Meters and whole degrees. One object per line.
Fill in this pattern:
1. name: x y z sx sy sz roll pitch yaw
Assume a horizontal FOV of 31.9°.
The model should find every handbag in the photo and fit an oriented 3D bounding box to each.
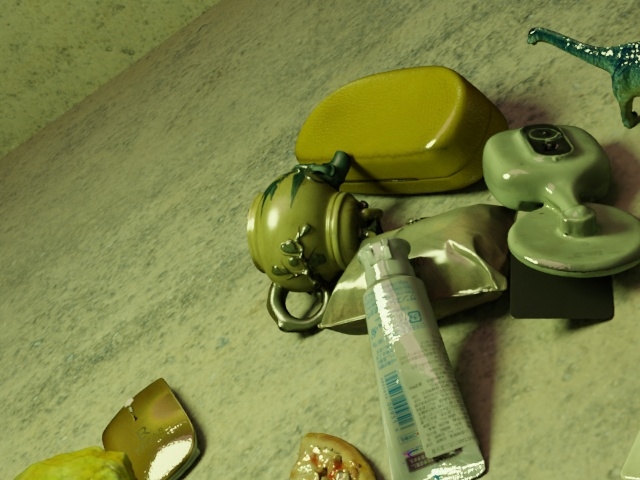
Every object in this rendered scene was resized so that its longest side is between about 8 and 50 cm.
1. handbag: 0.131 0.031 1.402 0.270 0.117 0.182 -16 27 34

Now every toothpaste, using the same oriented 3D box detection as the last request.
1. toothpaste: 0.101 0.139 1.250 0.114 0.073 0.299 -26 57 23

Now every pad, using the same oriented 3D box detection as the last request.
1. pad: 0.272 0.036 1.273 0.112 0.003 0.157 -1 39 11

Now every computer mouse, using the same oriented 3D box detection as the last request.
1. computer mouse: -0.245 0.270 1.584 0.126 0.056 0.245 -42 25 -5

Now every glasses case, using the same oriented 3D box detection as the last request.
1. glasses case: 0.126 -0.157 1.660 0.371 0.141 0.173 2 63 54

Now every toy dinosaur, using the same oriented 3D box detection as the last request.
1. toy dinosaur: 0.418 -0.205 1.364 0.363 0.147 0.076 12 58 49

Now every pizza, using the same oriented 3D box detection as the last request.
1. pizza: -0.029 0.302 1.262 0.195 0.052 0.185 -46 24 -11

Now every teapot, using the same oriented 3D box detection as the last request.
1. teapot: 0.000 0.000 1.580 0.183 0.173 0.269 -2 71 19

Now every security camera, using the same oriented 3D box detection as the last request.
1. security camera: 0.284 -0.054 1.317 0.157 0.080 0.301 -6 30 -2

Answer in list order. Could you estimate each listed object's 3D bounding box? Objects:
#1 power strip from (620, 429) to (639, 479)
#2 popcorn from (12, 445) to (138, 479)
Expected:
1. power strip: 0.342 0.157 1.020 0.081 0.035 0.192 -3 44 50
2. popcorn: -0.263 0.364 1.280 0.276 0.225 0.276 -10 70 30
